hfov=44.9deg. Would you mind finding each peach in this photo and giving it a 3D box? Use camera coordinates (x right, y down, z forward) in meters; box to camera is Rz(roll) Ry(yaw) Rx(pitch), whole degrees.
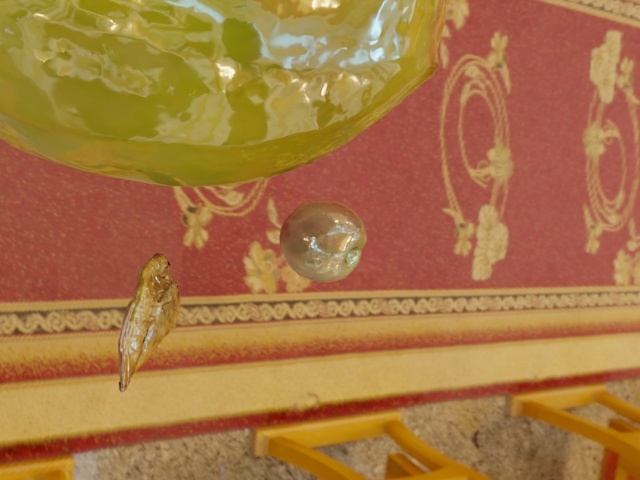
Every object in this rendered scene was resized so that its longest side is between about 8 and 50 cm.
[{"bbox_3d":[0.001,-0.001,0.729,0.083,0.083,0.083,-8,105,-30],"label":"peach"}]

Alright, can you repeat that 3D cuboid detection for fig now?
[{"bbox_3d":[-0.083,-0.188,0.493,0.343,0.343,0.343,-8,105,-30],"label":"fig"}]

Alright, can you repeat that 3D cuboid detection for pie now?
[{"bbox_3d":[-0.144,0.057,0.660,0.034,0.170,0.092,4,99,1],"label":"pie"}]
